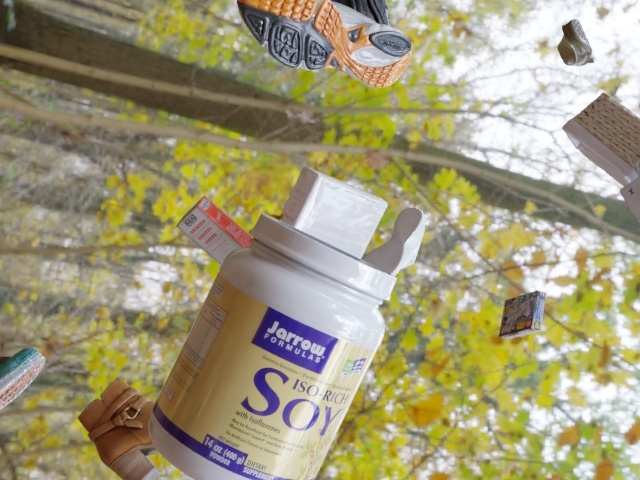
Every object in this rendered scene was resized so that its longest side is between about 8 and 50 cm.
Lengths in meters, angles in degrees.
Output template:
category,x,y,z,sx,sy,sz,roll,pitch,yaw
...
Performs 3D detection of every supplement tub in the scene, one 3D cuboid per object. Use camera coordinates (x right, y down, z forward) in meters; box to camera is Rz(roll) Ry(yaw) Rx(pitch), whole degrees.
category,x,y,z,sx,sy,sz,roll,pitch,yaw
supplement tub,-0.060,0.155,1.151,0.331,0.241,0.241,-64,-153,2

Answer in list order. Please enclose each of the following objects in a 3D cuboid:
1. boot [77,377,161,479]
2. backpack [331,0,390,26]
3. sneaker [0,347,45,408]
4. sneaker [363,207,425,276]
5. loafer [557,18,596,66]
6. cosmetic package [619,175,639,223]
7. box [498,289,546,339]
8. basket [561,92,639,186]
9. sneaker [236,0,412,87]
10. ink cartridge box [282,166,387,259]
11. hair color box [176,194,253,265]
category,x,y,z,sx,sy,sz,roll,pitch,yaw
boot,-0.370,0.385,1.899,0.220,0.283,0.109,43,-18,22
backpack,0.053,-0.329,1.317,0.101,0.098,0.120,-45,-121,60
sneaker,-0.648,0.272,1.551,0.121,0.302,0.108,47,-28,10
sneaker,0.159,0.037,1.783,0.080,0.094,0.212,24,-115,33
loafer,0.404,-0.306,1.372,0.050,0.148,0.056,-24,-109,21
cosmetic package,0.672,-0.077,1.464,0.224,0.225,0.138,-39,-122,27
box,0.468,0.174,1.998,0.137,0.027,0.093,147,-39,-65
basket,0.551,-0.182,1.593,0.103,0.113,0.167,-48,-125,8
sneaker,-0.010,-0.272,1.108,0.121,0.262,0.099,44,-68,45
ink cartridge box,0.000,0.000,1.538,0.056,0.181,0.224,38,-76,47
hair color box,-0.186,-0.009,1.582,0.072,0.141,0.043,-38,-164,34
